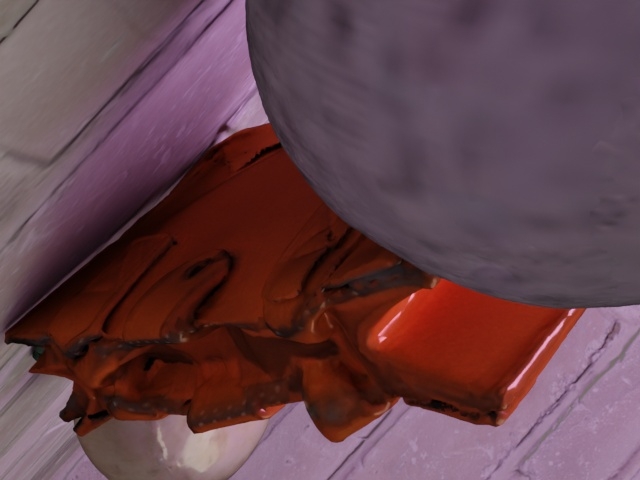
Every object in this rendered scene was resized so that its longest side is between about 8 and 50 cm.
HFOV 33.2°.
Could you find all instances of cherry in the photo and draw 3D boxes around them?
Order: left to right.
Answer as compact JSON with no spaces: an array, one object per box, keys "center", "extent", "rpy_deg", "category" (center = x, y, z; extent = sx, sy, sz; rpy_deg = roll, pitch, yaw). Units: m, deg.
[{"center":[0.119,-0.132,0.405],"extent":[0.326,0.291,0.335],"rpy_deg":[-32,155,-1],"category":"cherry"}]

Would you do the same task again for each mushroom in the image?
[{"center":[-0.159,0.137,1.109],"extent":[0.246,0.202,0.246],"rpy_deg":[-24,120,-51],"category":"mushroom"}]

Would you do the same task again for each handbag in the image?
[{"center":[0.000,0.000,0.709],"extent":[0.410,0.116,0.303],"rpy_deg":[-13,-156,47],"category":"handbag"}]

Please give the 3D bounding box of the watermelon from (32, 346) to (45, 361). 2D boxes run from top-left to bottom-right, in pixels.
[{"center":[-0.208,0.092,0.951],"extent":[0.092,0.084,0.072],"rpy_deg":[-5,-129,32],"category":"watermelon"}]
